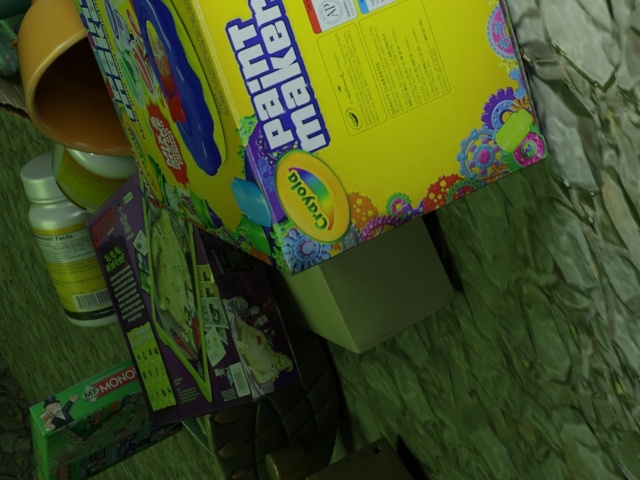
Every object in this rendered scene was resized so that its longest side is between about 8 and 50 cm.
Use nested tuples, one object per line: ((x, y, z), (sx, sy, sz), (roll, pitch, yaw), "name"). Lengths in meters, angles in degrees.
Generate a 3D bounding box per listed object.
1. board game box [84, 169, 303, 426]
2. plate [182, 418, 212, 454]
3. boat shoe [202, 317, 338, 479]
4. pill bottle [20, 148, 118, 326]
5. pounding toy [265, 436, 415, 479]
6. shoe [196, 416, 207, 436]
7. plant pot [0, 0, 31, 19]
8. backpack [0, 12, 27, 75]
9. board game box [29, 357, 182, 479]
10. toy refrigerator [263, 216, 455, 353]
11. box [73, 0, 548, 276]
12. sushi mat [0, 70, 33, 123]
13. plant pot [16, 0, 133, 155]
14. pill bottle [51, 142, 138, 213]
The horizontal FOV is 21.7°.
((-0.116, 0.043, 1.393), (0.208, 0.056, 0.347), (67, 160, 1), "board game box")
((-0.141, 0.232, 2.053), (0.188, 0.024, 0.188), (47, 175, 5), "plate")
((-0.069, 0.088, 1.586), (0.130, 0.132, 0.355), (-129, 28, -65), "boat shoe")
((-0.294, -0.008, 2.085), (0.119, 0.119, 0.209), (33, 144, 59), "pill bottle")
((0.037, 0.255, 1.514), (0.206, 0.094, 0.181), (55, 160, 31), "pounding toy")
((-0.124, 0.166, 1.898), (0.058, 0.076, 0.219), (47, 158, 32), "shoe")
((-0.403, -0.333, 1.725), (0.272, 0.255, 0.272), (54, 160, 30), "plant pot")
((-0.390, -0.283, 1.945), (0.182, 0.115, 0.152), (43, 175, -7), "backpack")
((-0.280, 0.241, 2.230), (0.046, 0.213, 0.317), (60, 162, 16), "board game box")
((0.000, 0.000, 1.282), (0.102, 0.094, 0.269), (65, 165, -14), "toy refrigerator")
((-0.038, -0.165, 1.018), (0.279, 0.177, 0.290), (24, 136, 66), "box")
((-0.393, -0.217, 2.061), (0.151, 0.019, 0.316), (24, -163, -35), "sushi mat")
((-0.140, -0.197, 1.275), (0.205, 0.205, 0.188), (102, 155, -63), "plant pot")
((-0.212, -0.106, 1.711), (0.117, 0.117, 0.215), (63, 163, 7), "pill bottle")
